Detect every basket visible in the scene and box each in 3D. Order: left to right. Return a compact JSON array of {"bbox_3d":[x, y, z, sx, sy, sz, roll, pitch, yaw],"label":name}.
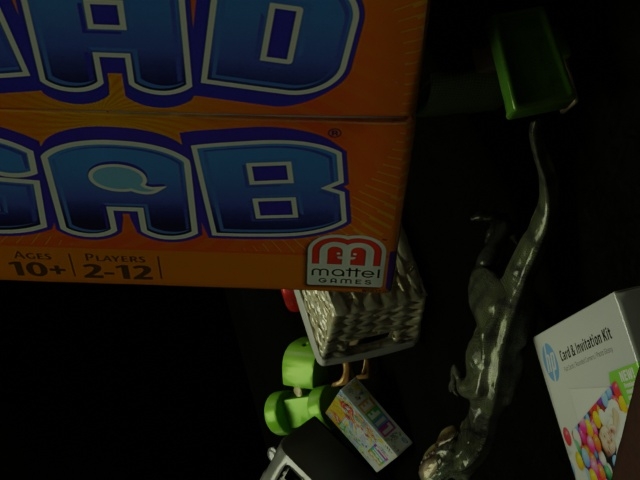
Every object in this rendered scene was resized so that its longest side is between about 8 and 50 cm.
[{"bbox_3d":[0.032,0.028,1.114,0.103,0.113,0.167,98,157,-57],"label":"basket"}]

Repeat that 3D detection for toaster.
[{"bbox_3d":[-0.006,0.366,1.475,0.186,0.110,0.168,41,123,22],"label":"toaster"}]

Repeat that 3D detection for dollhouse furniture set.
[{"bbox_3d":[0.110,-0.087,0.665,0.151,0.076,0.058,127,131,-75],"label":"dollhouse furniture set"}]

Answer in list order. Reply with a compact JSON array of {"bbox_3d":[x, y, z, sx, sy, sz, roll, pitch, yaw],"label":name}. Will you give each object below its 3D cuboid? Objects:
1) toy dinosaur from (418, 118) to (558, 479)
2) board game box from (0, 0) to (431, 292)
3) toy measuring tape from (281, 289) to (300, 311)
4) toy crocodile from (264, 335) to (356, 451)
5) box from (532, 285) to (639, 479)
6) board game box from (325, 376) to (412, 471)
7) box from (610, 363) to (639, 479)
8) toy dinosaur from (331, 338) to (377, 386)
[{"bbox_3d":[0.125,0.040,0.739,0.118,0.064,0.268,-62,-17,-72],"label":"toy dinosaur"},{"bbox_3d":[-0.117,-0.212,0.719,0.356,0.357,0.356,93,179,-53],"label":"board game box"},{"bbox_3d":[0.000,0.000,1.290,0.330,0.121,0.121,-101,5,-55],"label":"toy measuring tape"},{"bbox_3d":[0.011,0.310,1.586,0.115,0.105,0.340,-16,91,39],"label":"toy crocodile"},{"bbox_3d":[0.186,0.128,0.619,0.145,0.038,0.186,115,143,-74],"label":"box"},{"bbox_3d":[0.057,0.231,1.336,0.103,0.026,0.154,48,163,11],"label":"board game box"},{"bbox_3d":[0.190,0.130,0.332,0.191,0.143,0.381,-113,17,-47],"label":"box"},{"bbox_3d":[0.036,0.121,1.341,0.211,0.064,0.112,159,100,-79],"label":"toy dinosaur"}]
